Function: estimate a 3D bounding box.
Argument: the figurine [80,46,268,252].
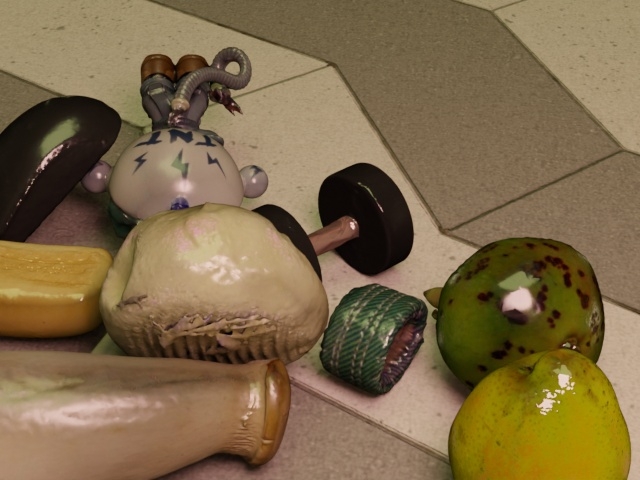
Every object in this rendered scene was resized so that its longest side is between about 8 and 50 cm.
[{"bbox_3d":[-0.212,-0.114,1.542,0.261,0.186,0.382,-10,44,1],"label":"figurine"}]

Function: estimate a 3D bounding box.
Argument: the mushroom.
[{"bbox_3d":[-0.228,0.190,1.131,0.407,0.137,0.154,2,36,-18],"label":"mushroom"}]

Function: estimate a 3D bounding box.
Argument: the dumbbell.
[{"bbox_3d":[0.000,0.000,1.425,0.218,0.152,0.152,-26,46,-30],"label":"dumbbell"}]

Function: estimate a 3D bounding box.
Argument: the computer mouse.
[{"bbox_3d":[-0.404,-0.112,1.489,0.269,0.100,0.170,-51,33,-14],"label":"computer mouse"}]

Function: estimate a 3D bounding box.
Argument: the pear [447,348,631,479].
[{"bbox_3d":[0.226,0.210,1.112,0.187,0.219,0.187,-1,35,1],"label":"pear"}]

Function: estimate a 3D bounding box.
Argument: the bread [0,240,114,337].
[{"bbox_3d":[-0.369,0.067,1.363,0.217,0.098,0.147,7,37,3],"label":"bread"}]

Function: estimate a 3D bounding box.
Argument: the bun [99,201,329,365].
[{"bbox_3d":[-0.118,0.055,1.226,0.273,0.273,0.168,2,62,0],"label":"bun"}]

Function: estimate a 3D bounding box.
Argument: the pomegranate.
[{"bbox_3d":[0.226,0.091,1.290,0.211,0.211,0.263,-20,23,-25],"label":"pomegranate"}]

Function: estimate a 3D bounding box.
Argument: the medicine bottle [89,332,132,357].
[{"bbox_3d":[-0.281,0.193,1.238,0.059,0.059,0.231,15,39,16],"label":"medicine bottle"}]

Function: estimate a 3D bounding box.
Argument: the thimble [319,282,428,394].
[{"bbox_3d":[0.066,0.117,1.302,0.090,0.118,0.135,23,43,24],"label":"thimble"}]
